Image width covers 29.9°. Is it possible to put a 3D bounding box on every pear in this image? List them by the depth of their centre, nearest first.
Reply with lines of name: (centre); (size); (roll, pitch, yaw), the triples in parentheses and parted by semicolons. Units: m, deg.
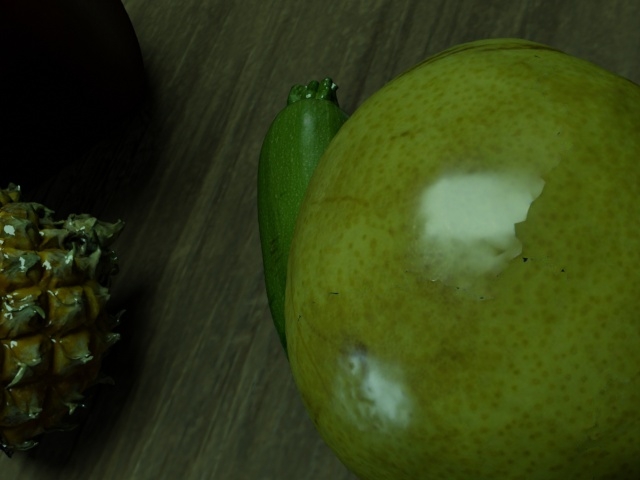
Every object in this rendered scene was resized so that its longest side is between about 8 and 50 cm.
pear: (0.083, 0.027, 0.515); (0.208, 0.209, 0.209); (-16, 47, 18)

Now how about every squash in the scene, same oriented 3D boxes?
squash: (0.000, 0.000, 0.682); (0.069, 0.069, 0.258); (-23, 44, 12)

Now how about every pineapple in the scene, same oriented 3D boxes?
pineapple: (-0.173, 0.025, 0.704); (0.137, 0.161, 0.176); (-38, 44, -19)

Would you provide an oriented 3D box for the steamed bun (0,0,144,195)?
steamed bun: (-0.269, -0.150, 0.753); (0.235, 0.379, 0.248); (-31, 55, 5)
